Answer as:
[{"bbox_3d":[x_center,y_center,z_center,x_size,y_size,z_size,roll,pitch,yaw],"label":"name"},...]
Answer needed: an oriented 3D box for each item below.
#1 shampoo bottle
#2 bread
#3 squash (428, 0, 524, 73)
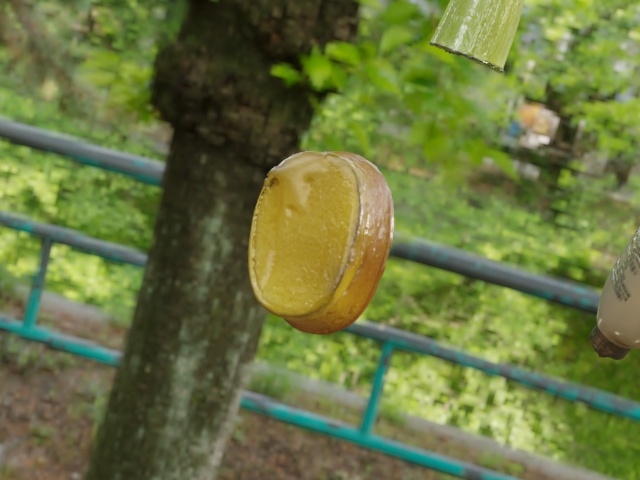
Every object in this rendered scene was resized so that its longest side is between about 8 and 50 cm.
[{"bbox_3d":[0.337,0.020,1.343,0.078,0.257,0.127,17,39,-17],"label":"shampoo bottle"},{"bbox_3d":[0.000,0.000,2.015,0.195,0.270,0.142,11,-4,26],"label":"bread"},{"bbox_3d":[0.195,-0.311,1.593,0.094,0.224,0.094,15,9,-2],"label":"squash"}]
